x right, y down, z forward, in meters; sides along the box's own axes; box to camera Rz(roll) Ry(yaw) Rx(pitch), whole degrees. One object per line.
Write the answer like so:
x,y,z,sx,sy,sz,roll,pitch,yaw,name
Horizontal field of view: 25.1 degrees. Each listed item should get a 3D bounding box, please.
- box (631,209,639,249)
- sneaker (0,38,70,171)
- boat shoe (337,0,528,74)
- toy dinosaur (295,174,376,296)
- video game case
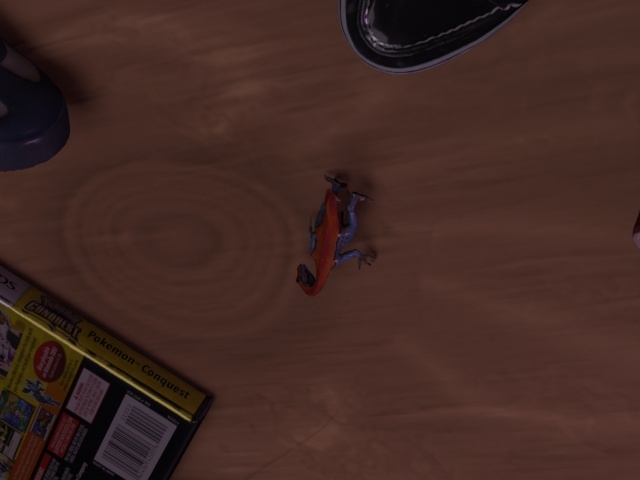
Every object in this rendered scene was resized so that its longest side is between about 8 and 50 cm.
0.306,0.023,0.772,0.257,0.128,0.122,44,132,-8,box
-0.306,-0.160,0.958,0.319,0.112,0.131,27,135,5,sneaker
0.100,-0.176,0.745,0.108,0.102,0.301,45,131,-9,boat shoe
0.000,0.000,0.954,0.047,0.090,0.082,29,102,25,toy dinosaur
-0.242,0.152,1.211,0.248,0.035,0.275,32,133,2,video game case
